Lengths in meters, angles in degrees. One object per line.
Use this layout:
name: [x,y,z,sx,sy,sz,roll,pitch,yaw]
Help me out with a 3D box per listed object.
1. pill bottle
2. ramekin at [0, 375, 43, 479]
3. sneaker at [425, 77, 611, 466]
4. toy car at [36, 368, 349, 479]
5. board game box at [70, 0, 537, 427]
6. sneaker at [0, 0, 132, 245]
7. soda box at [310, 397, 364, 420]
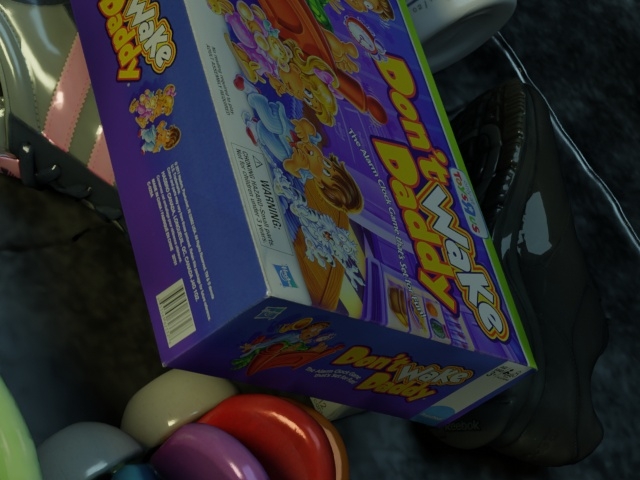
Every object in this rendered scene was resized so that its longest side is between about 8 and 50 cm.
pill bottle: [0.048,-0.217,1.355,0.112,0.112,0.187,-19,74,-44]
ramekin: [-0.282,0.103,0.789,0.303,0.148,0.303,32,22,-15]
sneaker: [0.132,0.024,1.275,0.130,0.109,0.286,27,54,-33]
toy car: [-0.057,0.143,1.005,0.182,0.136,0.159,-27,79,-45]
board game box: [-0.023,-0.078,1.082,0.233,0.078,0.347,18,47,-48]
sneaker: [-0.139,-0.052,1.125,0.131,0.112,0.319,-34,88,-18]
soda box: [0.000,0.000,1.198,0.074,0.069,0.216,-11,68,-41]
